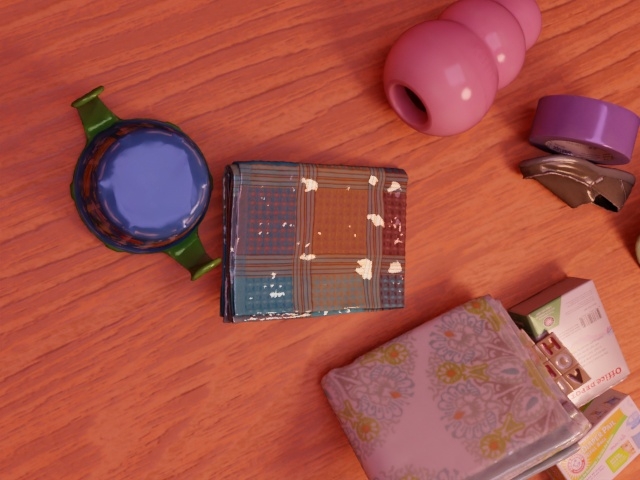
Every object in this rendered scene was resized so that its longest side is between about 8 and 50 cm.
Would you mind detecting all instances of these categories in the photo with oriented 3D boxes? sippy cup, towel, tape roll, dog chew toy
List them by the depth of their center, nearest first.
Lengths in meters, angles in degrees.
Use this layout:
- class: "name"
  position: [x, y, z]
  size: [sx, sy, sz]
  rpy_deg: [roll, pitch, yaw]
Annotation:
- class: "sippy cup"
  position: [-0.275, -0.088, 1.376]
  size: [0.305, 0.224, 0.240]
  rpy_deg: [21, 86, -15]
- class: "towel"
  position: [0.000, 0.000, 1.507]
  size: [0.370, 0.040, 0.271]
  rpy_deg: [-1, 94, -32]
- class: "towel"
  position: [0.231, 0.295, 1.509]
  size: [0.374, 0.090, 0.320]
  rpy_deg: [-26, 55, -6]
- class: "dog chew toy"
  position: [0.269, -0.335, 1.543]
  size: [0.332, 0.206, 0.206]
  rpy_deg: [-41, 102, -19]
- class: "tape roll"
  position: [0.490, -0.204, 1.610]
  size: [0.189, 0.189, 0.080]
  rpy_deg: [15, 87, -16]

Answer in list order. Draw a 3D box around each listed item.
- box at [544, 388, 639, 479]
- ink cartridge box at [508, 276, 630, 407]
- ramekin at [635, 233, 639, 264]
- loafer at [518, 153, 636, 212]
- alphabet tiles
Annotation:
- class: "box"
  position: [0.531, 0.396, 1.690]
  size: [0.203, 0.103, 0.114]
  rpy_deg: [-40, 102, -11]
- class: "ink cartridge box"
  position: [0.482, 0.198, 1.674]
  size: [0.154, 0.093, 0.212]
  rpy_deg: [-27, 98, -12]
- class: "ramekin"
  position: [0.779, 0.023, 1.653]
  size: [0.303, 0.303, 0.148]
  rpy_deg: [44, 72, -13]
- class: "loafer"
  position: [0.496, -0.107, 1.664]
  size: [0.251, 0.094, 0.087]
  rpy_deg: [10, 85, -16]
- class: "alphabet tiles"
  position: [0.379, 0.285, 1.631]
  size: [0.237, 0.009, 0.198]
  rpy_deg: [-39, 96, 14]
